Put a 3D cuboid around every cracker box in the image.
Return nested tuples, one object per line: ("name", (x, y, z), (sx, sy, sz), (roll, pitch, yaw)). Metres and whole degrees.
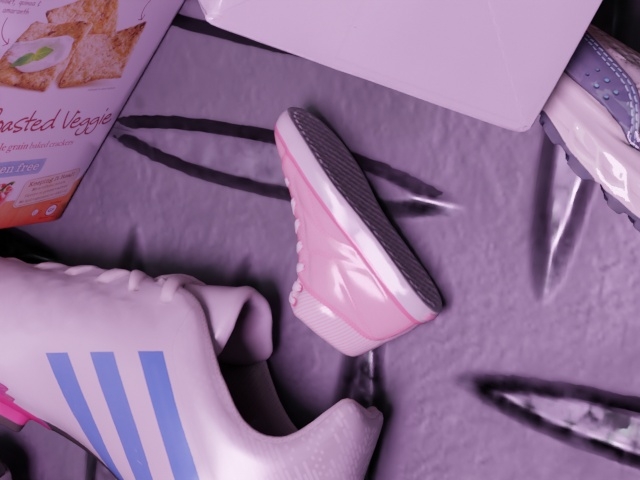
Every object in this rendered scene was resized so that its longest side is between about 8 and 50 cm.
("cracker box", (-0.162, -0.108, 0.745), (0.067, 0.155, 0.232), (43, 116, 19))

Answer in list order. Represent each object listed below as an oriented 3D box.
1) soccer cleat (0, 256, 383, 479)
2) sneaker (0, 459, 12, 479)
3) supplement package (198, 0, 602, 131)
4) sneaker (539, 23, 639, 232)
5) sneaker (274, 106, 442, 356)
("soccer cleat", (-0.109, 0.062, 0.777), (0.331, 0.116, 0.143), (33, 96, 21))
("sneaker", (-0.174, 0.260, 0.840), (0.330, 0.122, 0.146), (43, 134, 18))
("supplement package", (0.037, -0.189, 0.567), (0.194, 0.149, 0.203), (-62, 28, 23))
("sneaker", (0.211, -0.027, 0.574), (0.283, 0.110, 0.122), (38, 105, 13))
("sneaker", (0.000, 0.000, 0.723), (0.070, 0.051, 0.134), (-36, 82, 24))
